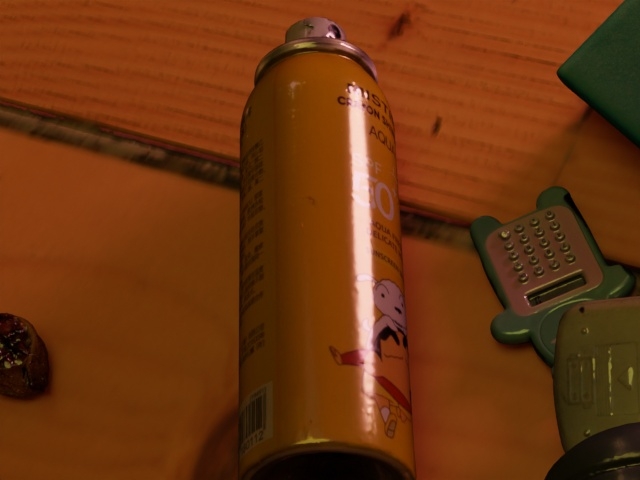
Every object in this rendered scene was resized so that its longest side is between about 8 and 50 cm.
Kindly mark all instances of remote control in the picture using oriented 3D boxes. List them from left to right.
[{"bbox_3d":[0.239,0.072,0.897,0.233,0.038,0.098,-8,75,33],"label":"remote control"}]

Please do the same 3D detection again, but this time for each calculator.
[{"bbox_3d":[0.144,0.028,1.019,0.094,0.019,0.141,-23,51,3],"label":"calculator"}]

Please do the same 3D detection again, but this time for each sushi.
[{"bbox_3d":[-0.219,0.073,1.125,0.099,0.047,0.050,17,62,30],"label":"sushi"}]

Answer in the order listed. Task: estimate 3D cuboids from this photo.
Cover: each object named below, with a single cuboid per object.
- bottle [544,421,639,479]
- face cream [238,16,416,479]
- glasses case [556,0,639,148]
[{"bbox_3d":[0.181,0.244,0.776,0.144,0.144,0.336,-19,51,10],"label":"bottle"},{"bbox_3d":[0.000,0.000,1.045,0.105,0.105,0.348,-13,53,15],"label":"face cream"},{"bbox_3d":[0.281,-0.050,0.986,0.117,0.070,0.301,-45,53,5],"label":"glasses case"}]
